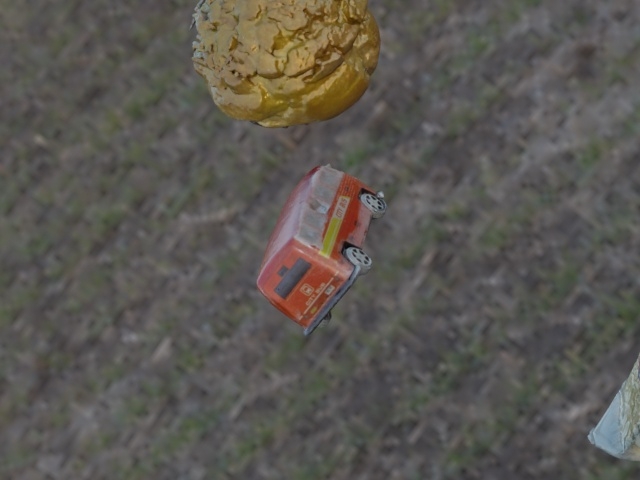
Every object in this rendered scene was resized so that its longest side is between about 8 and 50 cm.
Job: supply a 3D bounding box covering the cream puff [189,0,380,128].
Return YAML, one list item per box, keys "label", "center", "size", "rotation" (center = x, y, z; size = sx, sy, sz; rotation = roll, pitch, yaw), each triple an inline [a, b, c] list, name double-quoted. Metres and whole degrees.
- label: "cream puff"
  center: [-0.038, -0.199, 1.889]
  size: [0.189, 0.129, 0.189]
  rotation: [-10, 45, 10]

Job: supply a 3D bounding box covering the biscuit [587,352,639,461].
- label: "biscuit"
  center: [0.303, 0.067, 1.324]
  size: [0.309, 0.186, 0.079]
  rotation: [100, 173, -48]

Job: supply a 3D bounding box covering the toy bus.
- label: "toy bus"
  center: [0.000, 0.000, 1.613]
  size: [0.079, 0.077, 0.174]
  rotation: [-52, 10, 28]
